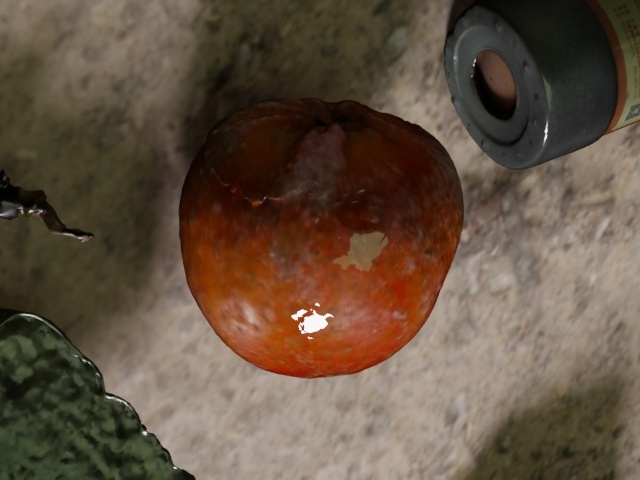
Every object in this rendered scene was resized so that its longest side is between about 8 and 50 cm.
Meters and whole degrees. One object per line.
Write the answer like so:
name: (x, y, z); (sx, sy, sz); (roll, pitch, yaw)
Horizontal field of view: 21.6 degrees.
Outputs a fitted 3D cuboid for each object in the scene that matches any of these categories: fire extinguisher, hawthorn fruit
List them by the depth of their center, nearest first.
hawthorn fruit: (0.000, 0.000, 1.007); (0.173, 0.173, 0.172); (-15, 119, -29)
fire extinguisher: (0.262, -0.187, 1.137); (0.376, 0.113, 0.200); (-20, 121, -27)

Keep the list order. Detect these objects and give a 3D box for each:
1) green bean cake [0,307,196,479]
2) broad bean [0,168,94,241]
green bean cake: (-0.184, 0.153, 0.965); (0.185, 0.094, 0.183); (-44, 108, -15)
broad bean: (-0.266, -0.060, 0.858); (0.075, 0.067, 0.325); (-38, 138, 25)
